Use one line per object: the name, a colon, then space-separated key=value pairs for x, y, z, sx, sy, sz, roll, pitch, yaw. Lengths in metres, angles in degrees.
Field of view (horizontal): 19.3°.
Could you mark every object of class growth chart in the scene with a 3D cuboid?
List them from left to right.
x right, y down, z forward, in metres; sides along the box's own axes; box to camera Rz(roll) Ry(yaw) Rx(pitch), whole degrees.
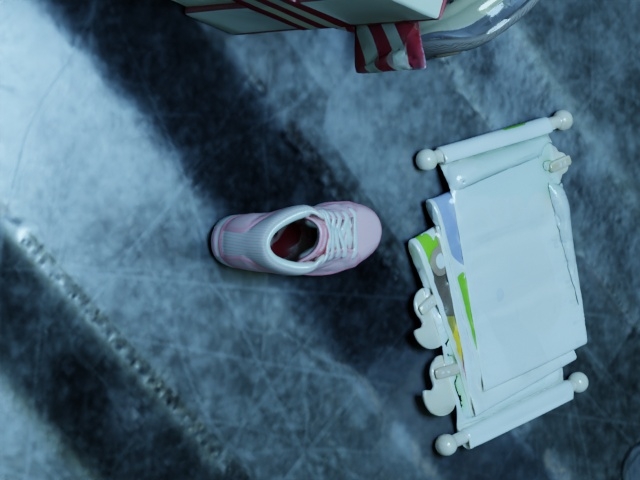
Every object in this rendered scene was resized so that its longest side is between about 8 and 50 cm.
growth chart: x=0.132 y=0.030 z=1.391 sx=0.172 sy=0.021 sz=0.237 roll=-11 pitch=99 yaw=-34

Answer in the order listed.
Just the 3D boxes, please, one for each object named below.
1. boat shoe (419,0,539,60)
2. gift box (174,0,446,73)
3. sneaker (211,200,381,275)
boat shoe: x=0.153 y=-0.275 z=1.322 sx=0.130 sy=0.132 sz=0.355 roll=52 pitch=58 yaw=-18
gift box: x=-0.028 y=-0.251 z=1.117 sx=0.258 sy=0.276 sz=0.255 roll=19 pitch=87 yaw=-36
sneaker: x=0.000 y=0.000 z=1.267 sx=0.134 sy=0.070 sz=0.051 roll=-4 pitch=93 yaw=-36
